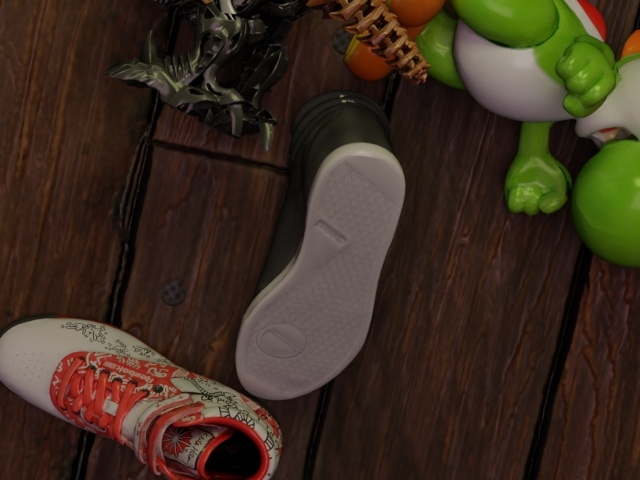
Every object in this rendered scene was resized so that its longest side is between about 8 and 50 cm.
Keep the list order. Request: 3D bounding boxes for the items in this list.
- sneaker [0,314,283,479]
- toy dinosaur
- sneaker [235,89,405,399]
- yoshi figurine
[{"bbox_3d":[-0.157,0.140,1.687,0.270,0.145,0.090,23,95,-5],"label":"sneaker"},{"bbox_3d":[-0.065,-0.201,1.620,0.164,0.322,0.218,26,91,-46],"label":"toy dinosaur"},{"bbox_3d":[0.000,0.000,1.709,0.104,0.147,0.295,14,127,-11],"label":"sneaker"},{"bbox_3d":[0.199,-0.102,1.668,0.362,0.203,0.203,28,110,-8],"label":"yoshi figurine"}]
